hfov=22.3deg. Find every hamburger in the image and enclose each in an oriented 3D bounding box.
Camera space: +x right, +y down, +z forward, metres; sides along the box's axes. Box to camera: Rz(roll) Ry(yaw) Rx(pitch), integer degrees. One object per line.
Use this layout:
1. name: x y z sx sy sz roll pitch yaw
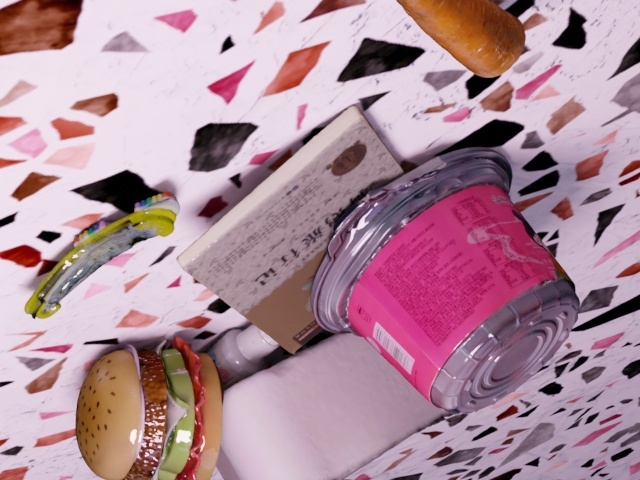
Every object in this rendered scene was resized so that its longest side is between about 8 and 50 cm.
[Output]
1. hamburger: -0.185 0.183 1.703 0.137 0.175 0.175 7 144 -22

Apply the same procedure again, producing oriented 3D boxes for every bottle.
1. bottle: -0.102 0.136 1.790 0.217 0.060 0.060 -39 152 29

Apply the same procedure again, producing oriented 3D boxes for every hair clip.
1. hair clip: -0.198 0.011 1.483 0.188 0.033 0.060 -35 156 17

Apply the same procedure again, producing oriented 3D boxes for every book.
1. book: 0.000 0.000 1.598 0.217 0.021 0.310 -41 154 2

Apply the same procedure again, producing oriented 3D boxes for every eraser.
1. eraser: -0.014 0.211 1.833 0.331 0.150 0.331 -31 172 -5

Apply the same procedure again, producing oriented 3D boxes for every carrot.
1. carrot: 0.096 -0.195 1.323 0.061 0.061 0.210 -34 149 20

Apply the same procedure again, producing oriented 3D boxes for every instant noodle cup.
1. instant noodle cup: 0.142 0.059 1.645 0.302 0.181 0.258 2 133 -54
